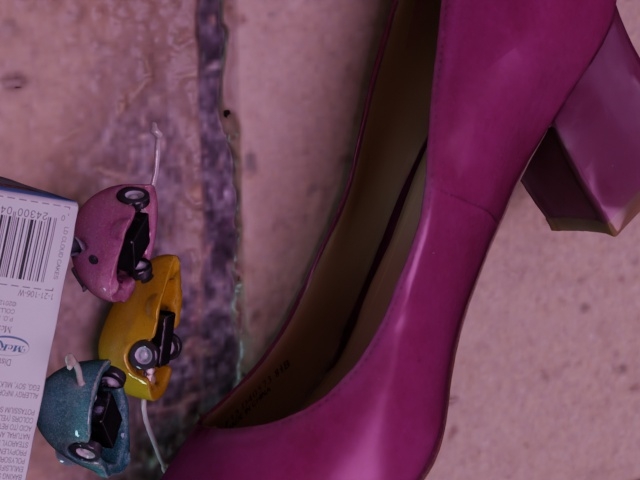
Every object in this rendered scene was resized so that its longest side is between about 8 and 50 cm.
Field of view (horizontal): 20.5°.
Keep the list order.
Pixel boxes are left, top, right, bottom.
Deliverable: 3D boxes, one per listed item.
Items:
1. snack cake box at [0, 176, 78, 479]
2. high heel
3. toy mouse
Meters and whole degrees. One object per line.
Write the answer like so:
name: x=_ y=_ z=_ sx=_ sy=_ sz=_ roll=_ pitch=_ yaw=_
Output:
snack cake box: x=-0.229 y=0.035 z=0.612 sx=0.264 sy=0.089 sz=0.152 roll=10 pitch=94 yaw=-37
high heel: x=0.000 y=0.000 z=0.771 sx=0.377 sy=0.127 sz=0.181 roll=-47 pitch=110 yaw=-25
toy mouse: x=-0.088 y=0.035 z=0.704 sx=0.143 sy=0.031 sz=0.161 roll=-35 pitch=132 yaw=-75
